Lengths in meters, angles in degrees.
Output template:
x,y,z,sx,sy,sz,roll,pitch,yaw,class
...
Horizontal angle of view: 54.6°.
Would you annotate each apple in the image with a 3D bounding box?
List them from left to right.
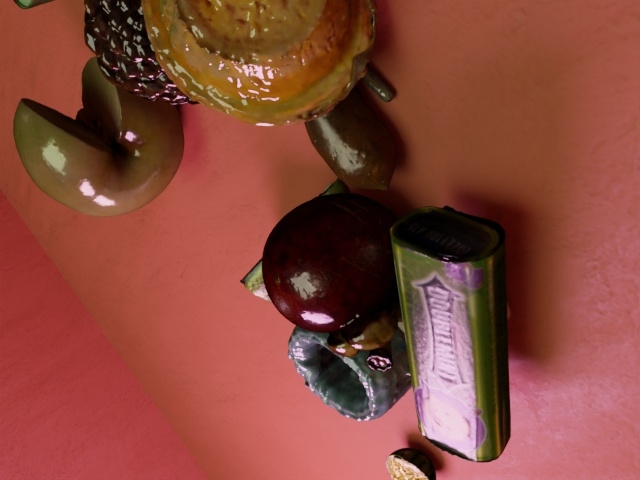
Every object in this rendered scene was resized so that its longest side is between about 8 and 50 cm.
x,y,z,sx,sy,sz,roll,pitch,yaw,class
-0.405,-0.191,1.142,0.254,0.292,0.292,31,142,48,apple

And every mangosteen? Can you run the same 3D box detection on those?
x,y,z,sx,sy,sz,roll,pitch,yaw,class
0.037,0.060,0.864,0.257,0.215,0.215,63,151,20,mangosteen

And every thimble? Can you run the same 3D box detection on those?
x,y,z,sx,sy,sz,roll,pitch,yaw,class
0.062,0.187,1.034,0.235,0.143,0.198,5,124,47,thimble

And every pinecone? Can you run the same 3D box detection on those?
x,y,z,sx,sy,sz,roll,pitch,yaw,class
-0.213,-0.303,0.866,0.272,0.224,0.224,-123,10,-69,pinecone

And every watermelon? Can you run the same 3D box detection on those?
x,y,z,sx,sy,sz,roll,pitch,yaw,class
0.179,0.439,1.189,0.105,0.062,0.105,24,132,29,watermelon

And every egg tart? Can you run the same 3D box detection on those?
x,y,z,sx,sy,sz,roll,pitch,yaw,class
-0.069,-0.265,0.687,0.288,0.288,0.118,59,-176,-8,egg tart

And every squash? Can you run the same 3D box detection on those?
x,y,z,sx,sy,sz,roll,pitch,yaw,class
0.000,0.000,1.053,0.093,0.169,0.252,46,113,6,squash

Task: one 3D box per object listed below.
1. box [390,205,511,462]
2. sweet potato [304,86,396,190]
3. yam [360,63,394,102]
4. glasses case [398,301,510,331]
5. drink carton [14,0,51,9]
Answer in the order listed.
x,y,z,sx,sy,sz,roll,pitch,yaw,class
0.171,0.129,0.793,0.134,0.097,0.346,18,133,38,box
0.002,-0.186,0.805,0.292,0.097,0.097,53,147,-9,sweet potato
0.051,-0.219,0.787,0.116,0.021,0.021,47,146,8,yam
0.179,0.097,0.890,0.196,0.050,0.083,-15,106,55,glasses case
-0.483,-0.488,1.096,0.146,0.142,0.144,6,124,51,drink carton
